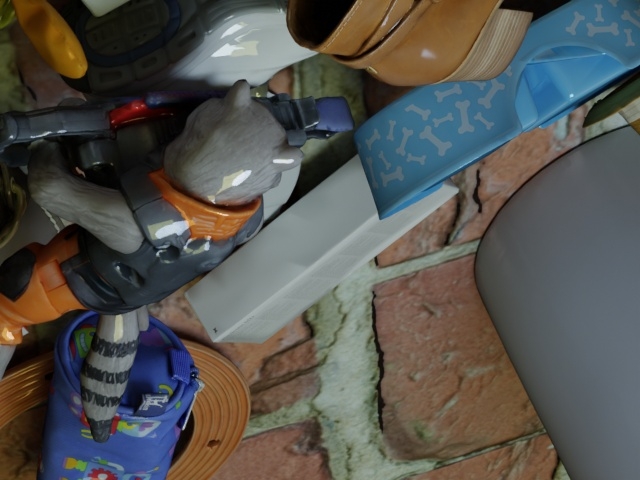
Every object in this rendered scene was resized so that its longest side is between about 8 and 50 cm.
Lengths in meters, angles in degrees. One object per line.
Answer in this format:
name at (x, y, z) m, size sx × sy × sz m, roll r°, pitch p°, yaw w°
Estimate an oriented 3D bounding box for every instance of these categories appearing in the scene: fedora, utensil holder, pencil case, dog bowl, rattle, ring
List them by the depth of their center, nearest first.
rattle at (-0.277, -0.142, 1.162) m, size 0.200 × 0.142 × 0.130 m, roll -9°, pitch 160°, yaw -30°
dog bowl at (0.153, -0.119, 1.407) m, size 0.297 × 0.074 × 0.166 m, roll -29°, pitch 177°, yaw -22°
fedora at (0.318, -0.127, 1.501) m, size 0.194 × 0.079 × 0.194 m, roll -34°, pitch 180°, yaw 0°
pencil case at (-0.188, 0.191, 1.582) m, size 0.133 × 0.119 × 0.306 m, roll 10°, pitch 136°, yaw -7°
utensil holder at (0.359, 0.123, 1.646) m, size 0.328 × 0.385 × 0.327 m, roll -15°, pitch 142°, yaw -12°
ring at (-0.230, 0.196, 1.695) m, size 0.337 × 0.032 × 0.336 m, roll -15°, pitch 142°, yaw -12°

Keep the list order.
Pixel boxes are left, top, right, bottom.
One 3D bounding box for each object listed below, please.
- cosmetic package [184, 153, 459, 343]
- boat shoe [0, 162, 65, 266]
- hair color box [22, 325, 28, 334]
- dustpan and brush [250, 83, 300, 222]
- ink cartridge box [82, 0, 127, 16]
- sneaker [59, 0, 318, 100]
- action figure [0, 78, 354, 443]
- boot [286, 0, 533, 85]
cosmetic package at (0.000, 0.000, 1.541) m, size 0.239 × 0.060 × 0.099 m, roll -38°, pitch 164°, yaw 17°
boat shoe at (-0.279, -0.037, 1.293) m, size 0.116 × 0.097 × 0.324 m, roll -57°, pitch 142°, yaw -11°
hair color box at (-0.309, 0.046, 1.451) m, size 0.072 × 0.043 × 0.141 m, roll -30°, pitch 144°, yaw 4°
dustpan and brush at (-0.060, -0.093, 1.423) m, size 0.147 × 0.060 × 0.211 m, roll -10°, pitch 149°, yaw -39°
ink cartridge box at (-0.084, -0.327, 1.098) m, size 0.330 × 0.071 × 0.324 m, roll -29°, pitch 143°, yaw 7°
sneaker at (-0.051, -0.170, 1.305) m, size 0.297 × 0.111 × 0.129 m, roll -18°, pitch 158°, yaw -2°
action figure at (-0.103, -0.003, 1.279) m, size 0.341 × 0.178 × 0.330 m, roll -11°, pitch 157°, yaw -38°
boot at (0.082, -0.241, 1.171) m, size 0.220 × 0.109 × 0.283 m, roll 1°, pitch 115°, yaw -53°
